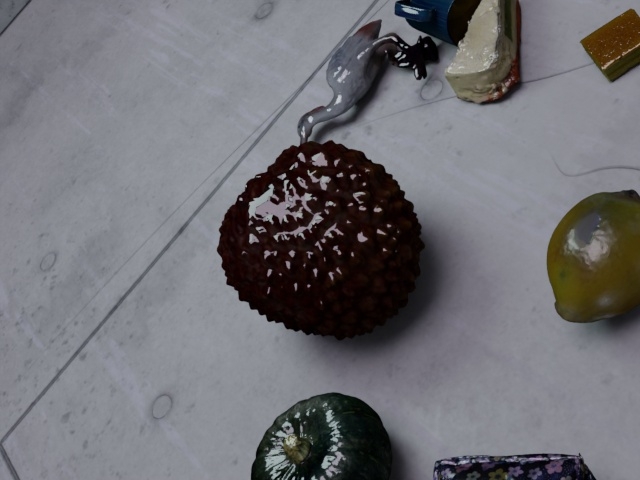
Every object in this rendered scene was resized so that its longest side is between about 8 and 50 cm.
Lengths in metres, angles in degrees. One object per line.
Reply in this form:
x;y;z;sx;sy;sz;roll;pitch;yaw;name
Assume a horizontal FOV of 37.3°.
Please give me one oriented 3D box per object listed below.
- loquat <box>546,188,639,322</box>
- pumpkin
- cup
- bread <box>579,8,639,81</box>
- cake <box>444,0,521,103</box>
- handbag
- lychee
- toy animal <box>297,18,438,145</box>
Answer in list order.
0.371;0.023;1.241;0.152;0.152;0.195;22;83;45;loquat
-0.001;0.310;1.312;0.212;0.152;0.211;-40;24;22;pumpkin
0.215;-0.416;1.672;0.138;0.150;0.113;36;101;49;cup
0.465;-0.305;1.475;0.094;0.035;0.090;-33;45;16;bread
0.304;-0.338;1.588;0.117;0.086;0.220;22;75;46;cake
0.220;0.360;1.128;0.229;0.127;0.207;-5;56;26;handbag
0.000;0.000;1.451;0.306;0.306;0.330;-46;68;2;lychee
0.057;-0.297;1.752;0.324;0.090;0.195;-34;45;11;toy animal
